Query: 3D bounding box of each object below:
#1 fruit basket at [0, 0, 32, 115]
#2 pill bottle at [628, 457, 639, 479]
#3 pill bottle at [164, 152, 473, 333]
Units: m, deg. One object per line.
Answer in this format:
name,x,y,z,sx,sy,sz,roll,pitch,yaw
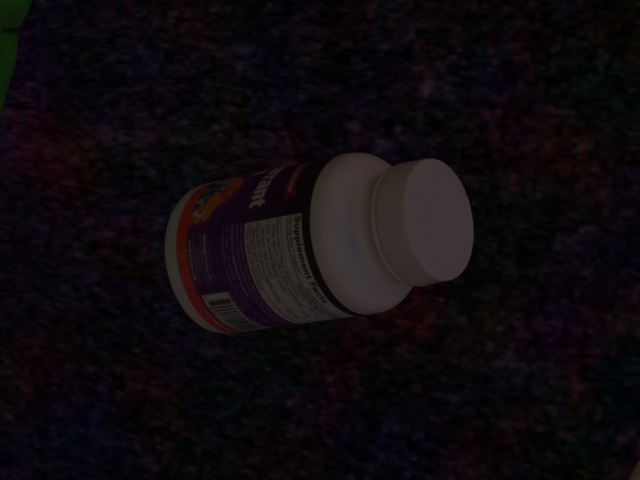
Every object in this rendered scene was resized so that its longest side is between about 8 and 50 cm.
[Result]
fruit basket,-0.391,-0.101,1.112,0.392,0.283,0.392,-27,130,-38
pill bottle,0.261,0.140,0.429,0.392,0.224,0.224,20,85,-43
pill bottle,0.000,0.000,1.127,0.108,0.193,0.108,17,69,-51
